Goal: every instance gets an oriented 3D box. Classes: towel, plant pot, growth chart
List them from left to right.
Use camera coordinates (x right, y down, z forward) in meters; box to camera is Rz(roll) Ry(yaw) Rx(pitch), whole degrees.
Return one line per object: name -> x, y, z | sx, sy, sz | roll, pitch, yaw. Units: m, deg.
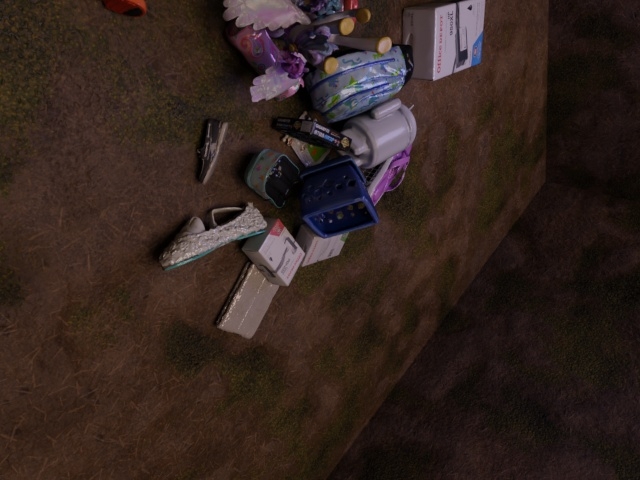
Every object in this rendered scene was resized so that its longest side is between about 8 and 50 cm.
towel -> -0.269, 0.225, 1.762 | 0.187, 0.049, 0.283 | 35, 80, -48
growth chart -> -0.041, -0.371, 1.749 | 0.172, 0.021, 0.237 | -58, 140, -12
plant pot -> 0.061, -0.162, 1.673 | 0.236, 0.235, 0.212 | 44, 33, -61

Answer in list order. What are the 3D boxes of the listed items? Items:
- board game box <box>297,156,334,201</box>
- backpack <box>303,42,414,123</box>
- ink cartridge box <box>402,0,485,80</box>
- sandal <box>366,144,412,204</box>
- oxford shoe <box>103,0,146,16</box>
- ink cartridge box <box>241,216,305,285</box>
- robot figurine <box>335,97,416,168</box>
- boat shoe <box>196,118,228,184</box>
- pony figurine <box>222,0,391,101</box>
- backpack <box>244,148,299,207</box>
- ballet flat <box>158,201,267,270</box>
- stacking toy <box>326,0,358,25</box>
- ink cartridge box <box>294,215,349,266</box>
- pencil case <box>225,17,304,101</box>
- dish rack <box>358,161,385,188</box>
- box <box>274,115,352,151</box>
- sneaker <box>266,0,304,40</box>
board game box -> 0.015, -0.204, 1.868 | 0.210, 0.047, 0.160 | -53, 138, -15
backpack -> 0.116, -0.556, 1.636 | 0.355, 0.290, 0.274 | -8, 92, -38
ink cartridge box -> 0.539, -0.883, 2.025 | 0.394, 0.166, 0.286 | -31, 128, -34
sandal -> 0.333, -0.300, 2.099 | 0.416, 0.102, 0.169 | -55, 155, -19
oxford shoe -> -0.529, -0.615, 1.060 | 0.271, 0.096, 0.099 | 8, 82, -53
ink cartridge box -> -0.168, 0.043, 1.715 | 0.159, 0.092, 0.218 | -62, 139, -28
robot figurine -> 0.224, -0.407, 1.778 | 0.353, 0.200, 0.300 | -30, 159, -26
boat shoe -> -0.348, -0.277, 1.444 | 0.064, 0.075, 0.206 | 20, 101, -7
pony figurine -> -0.044, -0.554, 1.280 | 0.350, 0.363, 0.303 | -30, 131, -24
backpack -> -0.171, -0.221, 1.570 | 0.166, 0.144, 0.188 | -60, 166, -5
ballet flat -> -0.357, -0.027, 1.509 | 0.408, 0.146, 0.147 | -25, 125, -42
stacking toy -> 0.053, -0.881, 1.527 | 0.309, 0.130, 0.280 | 74, 23, -66
ink cartridge box -> 0.000, 0.000, 1.880 | 0.219, 0.092, 0.160 | -15, 140, -43
pencil case -> -0.167, -0.565, 1.437 | 0.124, 0.124, 0.284 | -57, 137, -11
dish rack -> 0.184, -0.346, 1.963 | 0.272, 0.074, 0.208 | -56, 138, -15
box -> -0.022, -0.369, 1.615 | 0.220, 0.175, 0.051 | 10, 97, -50
sneaker -> -0.079, -0.748, 1.474 | 0.153, 0.101, 0.269 | 16, 94, -58
